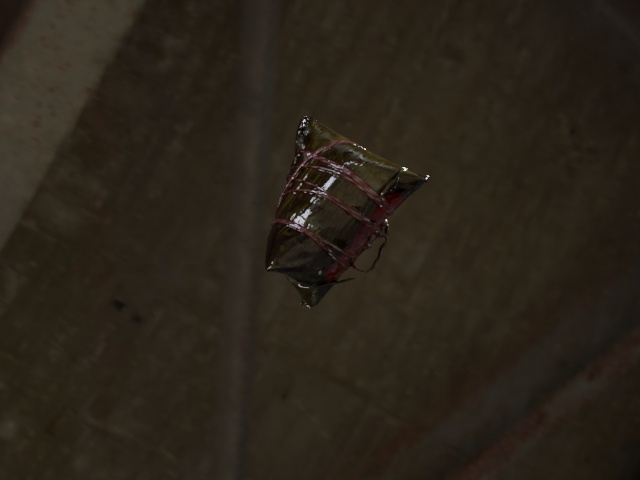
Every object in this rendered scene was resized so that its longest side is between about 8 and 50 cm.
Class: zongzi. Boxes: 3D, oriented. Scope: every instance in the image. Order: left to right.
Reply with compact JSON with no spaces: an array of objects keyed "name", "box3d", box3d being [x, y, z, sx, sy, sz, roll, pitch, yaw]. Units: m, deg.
[{"name":"zongzi","box3d":[0.000,0.000,0.764,0.083,0.067,0.073,-53,-21,-25]}]
